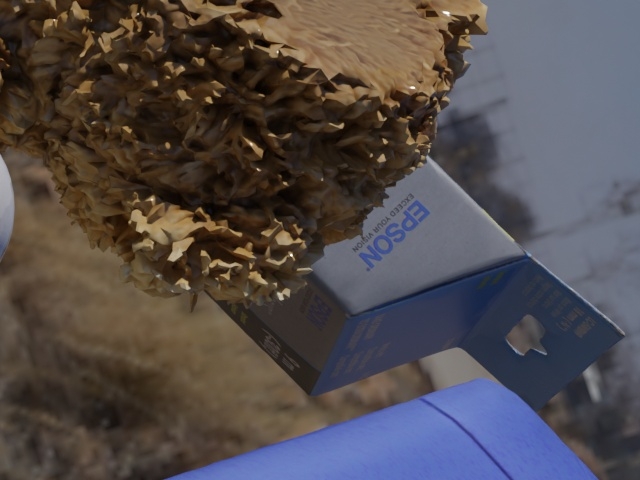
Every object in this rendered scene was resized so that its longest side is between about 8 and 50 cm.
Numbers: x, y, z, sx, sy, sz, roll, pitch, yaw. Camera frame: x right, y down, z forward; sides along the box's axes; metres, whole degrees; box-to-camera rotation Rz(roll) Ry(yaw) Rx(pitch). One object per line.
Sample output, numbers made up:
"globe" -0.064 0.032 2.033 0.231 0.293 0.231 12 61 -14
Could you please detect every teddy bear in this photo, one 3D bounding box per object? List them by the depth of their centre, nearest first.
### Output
"teddy bear" -0.119 -0.097 0.638 0.245 0.338 0.113 -81 -166 -50

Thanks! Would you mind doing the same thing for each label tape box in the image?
"label tape box" 0.000 0.000 1.179 0.334 0.106 0.240 44 -15 7

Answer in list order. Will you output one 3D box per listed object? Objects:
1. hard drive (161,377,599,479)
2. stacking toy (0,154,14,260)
"hard drive" 0.001 0.135 0.346 0.210 0.040 0.319 47 33 23
"stacking toy" -0.297 -0.168 1.210 0.350 0.351 0.480 -100 176 -65
